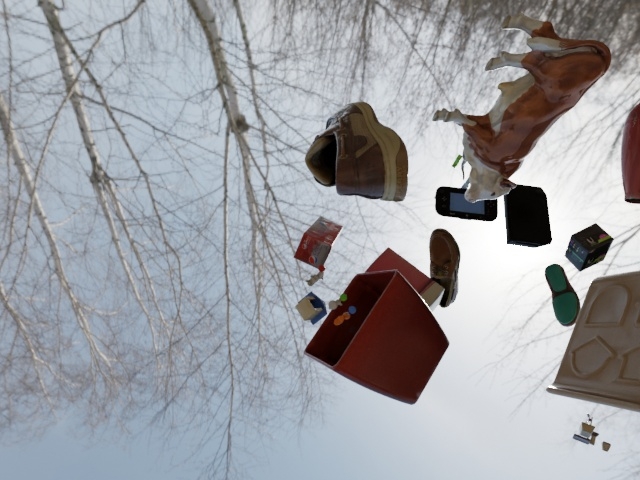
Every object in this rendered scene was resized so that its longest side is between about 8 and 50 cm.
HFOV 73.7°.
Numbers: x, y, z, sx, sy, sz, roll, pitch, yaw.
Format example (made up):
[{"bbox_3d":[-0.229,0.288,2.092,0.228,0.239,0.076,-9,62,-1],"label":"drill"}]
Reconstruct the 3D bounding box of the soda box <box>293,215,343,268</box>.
[{"bbox_3d":[0.000,0.000,1.308,0.092,0.083,0.263,25,-163,3],"label":"soda box"}]

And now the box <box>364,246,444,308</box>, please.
[{"bbox_3d":[0.272,0.158,1.415,0.232,0.148,0.127,39,-106,23],"label":"box"}]

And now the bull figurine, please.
[{"bbox_3d":[0.311,-0.205,0.714,0.188,0.310,0.101,24,-140,-10],"label":"bull figurine"}]

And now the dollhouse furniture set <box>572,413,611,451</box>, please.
[{"bbox_3d":[0.766,0.516,1.188,0.091,0.114,0.081,14,-122,32],"label":"dollhouse furniture set"}]

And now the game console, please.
[{"bbox_3d":[0.544,-0.093,1.358,0.361,0.044,0.213,7,-116,1],"label":"game console"}]

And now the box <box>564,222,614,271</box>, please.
[{"bbox_3d":[0.568,0.016,0.907,0.062,0.083,0.052,-26,-129,-2],"label":"box"}]

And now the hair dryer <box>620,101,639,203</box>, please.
[{"bbox_3d":[0.658,-0.169,0.783,0.293,0.080,0.223,-36,-89,-10],"label":"hair dryer"}]

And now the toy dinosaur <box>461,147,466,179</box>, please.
[{"bbox_3d":[0.610,-0.364,1.739,0.064,0.268,0.118,26,-105,20],"label":"toy dinosaur"}]

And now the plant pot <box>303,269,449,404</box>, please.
[{"bbox_3d":[0.153,0.255,1.074,0.236,0.267,0.267,39,-105,-9],"label":"plant pot"}]

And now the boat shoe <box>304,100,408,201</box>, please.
[{"bbox_3d":[0.033,-0.147,0.699,0.123,0.123,0.342,-9,-150,-6],"label":"boat shoe"}]

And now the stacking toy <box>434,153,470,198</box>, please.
[{"bbox_3d":[0.562,-0.207,1.675,0.167,0.221,0.052,34,-130,15],"label":"stacking toy"}]

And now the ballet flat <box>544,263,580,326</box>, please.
[{"bbox_3d":[0.735,0.170,1.286,0.079,0.077,0.221,39,-141,-31],"label":"ballet flat"}]

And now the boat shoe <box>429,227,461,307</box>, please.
[{"bbox_3d":[0.463,0.109,1.592,0.111,0.307,0.104,-3,-155,33],"label":"boat shoe"}]

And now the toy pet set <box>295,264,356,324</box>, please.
[{"bbox_3d":[0.012,0.130,0.907,0.122,0.114,0.065,54,-162,19],"label":"toy pet set"}]

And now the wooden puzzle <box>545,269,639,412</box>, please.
[{"bbox_3d":[0.672,0.206,0.907,0.080,0.322,0.348,35,-105,-1],"label":"wooden puzzle"}]
